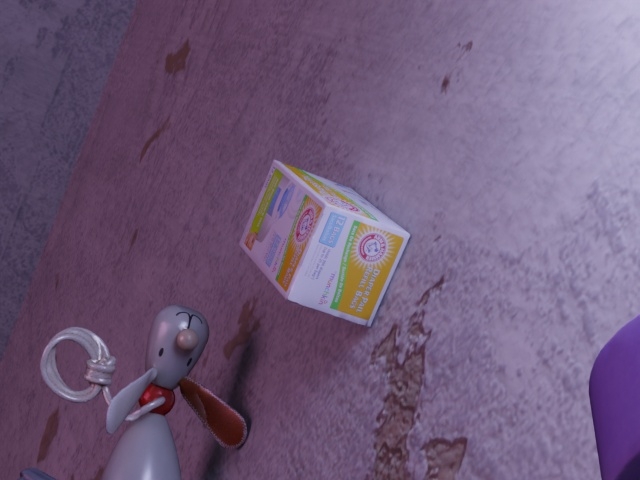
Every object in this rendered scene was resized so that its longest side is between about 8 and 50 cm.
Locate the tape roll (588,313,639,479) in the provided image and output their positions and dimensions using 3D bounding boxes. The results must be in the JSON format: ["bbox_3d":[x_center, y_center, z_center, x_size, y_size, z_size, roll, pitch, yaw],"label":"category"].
[{"bbox_3d":[0.246,0.104,0.757,0.189,0.189,0.080,-49,30,41],"label":"tape roll"}]

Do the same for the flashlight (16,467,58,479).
[{"bbox_3d":[-0.228,0.358,1.516,0.304,0.103,0.103,24,100,29],"label":"flashlight"}]

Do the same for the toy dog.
[{"bbox_3d":[-0.200,0.251,1.639,0.161,0.220,0.333,-178,81,-68],"label":"toy dog"}]

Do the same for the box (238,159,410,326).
[{"bbox_3d":[0.000,0.000,1.509,0.114,0.103,0.203,-67,23,9],"label":"box"}]
